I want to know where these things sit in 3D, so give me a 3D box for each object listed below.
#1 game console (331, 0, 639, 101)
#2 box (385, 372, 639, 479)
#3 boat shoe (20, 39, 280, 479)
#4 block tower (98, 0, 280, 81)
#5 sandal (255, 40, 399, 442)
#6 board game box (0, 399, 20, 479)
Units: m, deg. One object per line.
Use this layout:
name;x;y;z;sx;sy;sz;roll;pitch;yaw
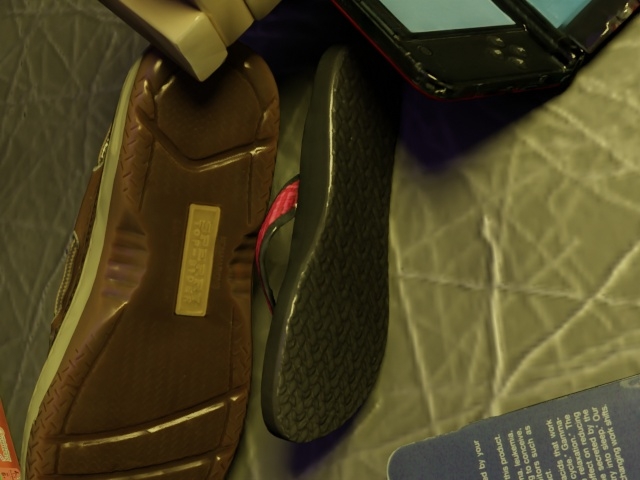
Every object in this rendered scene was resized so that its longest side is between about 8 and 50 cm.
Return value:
game console;0.062;-0.137;0.470;0.144;0.124;0.085;52;136;30
box;0.138;0.110;0.390;0.225;0.036;0.136;-20;68;23
boat shoe;-0.079;0.033;0.521;0.095;0.095;0.257;25;99;67
block tower;0.030;-0.221;0.446;0.335;0.097;0.091;-45;59;-7
sandal;0.000;0.000;0.487;0.040;0.067;0.179;-5;67;36
board game box;-0.265;0.043;0.649;0.145;0.027;0.281;-34;63;21
